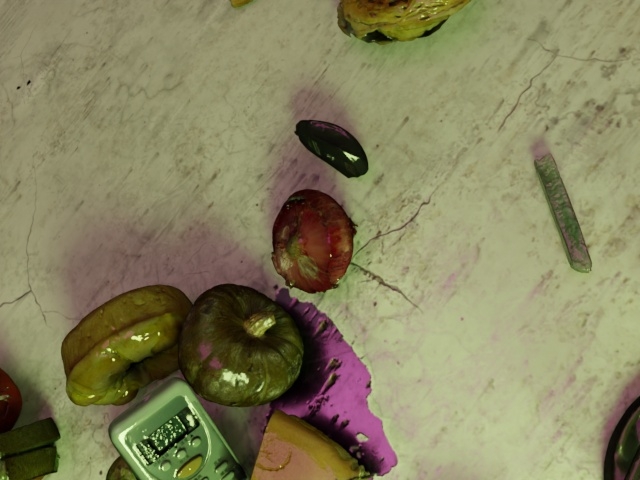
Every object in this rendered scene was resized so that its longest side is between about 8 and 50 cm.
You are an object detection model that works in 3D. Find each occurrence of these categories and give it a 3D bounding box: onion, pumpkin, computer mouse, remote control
[{"bbox_3d":[0.000,0.000,1.018,0.184,0.147,0.184,18,112,54],"label":"onion"},{"bbox_3d":[-0.125,0.170,0.960,0.162,0.219,0.219,-51,60,34],"label":"pumpkin"},{"bbox_3d":[0.026,-0.178,1.075,0.172,0.099,0.057,34,79,23],"label":"computer mouse"},{"bbox_3d":[-0.200,0.367,0.913,0.140,0.056,0.296,-34,107,-21],"label":"remote control"}]

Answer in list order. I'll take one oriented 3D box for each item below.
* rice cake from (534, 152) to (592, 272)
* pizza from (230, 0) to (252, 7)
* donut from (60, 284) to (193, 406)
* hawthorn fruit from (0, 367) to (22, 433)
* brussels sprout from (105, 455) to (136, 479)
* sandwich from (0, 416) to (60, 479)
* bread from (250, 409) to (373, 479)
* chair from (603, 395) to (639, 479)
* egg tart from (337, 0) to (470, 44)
[{"bbox_3d":[0.388,-0.043,0.930,0.036,0.047,0.207,-24,65,29],"label":"rice cake"},{"bbox_3d":[-0.194,-0.650,1.330,0.181,0.034,0.262,-45,64,4],"label":"pizza"},{"bbox_3d":[-0.338,0.186,1.041,0.261,0.208,0.128,-34,65,3],"label":"donut"},{"bbox_3d":[-0.676,0.318,1.110,0.299,0.211,0.211,-19,67,36],"label":"hawthorn fruit"},{"bbox_3d":[-0.270,0.395,0.992,0.183,0.146,0.131,-26,30,-27],"label":"brussels sprout"},{"bbox_3d":[-0.580,0.407,1.071,0.159,0.185,0.109,-23,75,3],"label":"sandwich"},{"bbox_3d":[-0.030,0.381,0.910,0.169,0.140,0.160,28,80,24],"label":"bread"},{"bbox_3d":[0.479,0.270,0.599,0.361,0.410,0.365,25,84,24],"label":"chair"},{"bbox_3d":[0.169,-0.464,1.100,0.297,0.132,0.297,-13,55,20],"label":"egg tart"}]
